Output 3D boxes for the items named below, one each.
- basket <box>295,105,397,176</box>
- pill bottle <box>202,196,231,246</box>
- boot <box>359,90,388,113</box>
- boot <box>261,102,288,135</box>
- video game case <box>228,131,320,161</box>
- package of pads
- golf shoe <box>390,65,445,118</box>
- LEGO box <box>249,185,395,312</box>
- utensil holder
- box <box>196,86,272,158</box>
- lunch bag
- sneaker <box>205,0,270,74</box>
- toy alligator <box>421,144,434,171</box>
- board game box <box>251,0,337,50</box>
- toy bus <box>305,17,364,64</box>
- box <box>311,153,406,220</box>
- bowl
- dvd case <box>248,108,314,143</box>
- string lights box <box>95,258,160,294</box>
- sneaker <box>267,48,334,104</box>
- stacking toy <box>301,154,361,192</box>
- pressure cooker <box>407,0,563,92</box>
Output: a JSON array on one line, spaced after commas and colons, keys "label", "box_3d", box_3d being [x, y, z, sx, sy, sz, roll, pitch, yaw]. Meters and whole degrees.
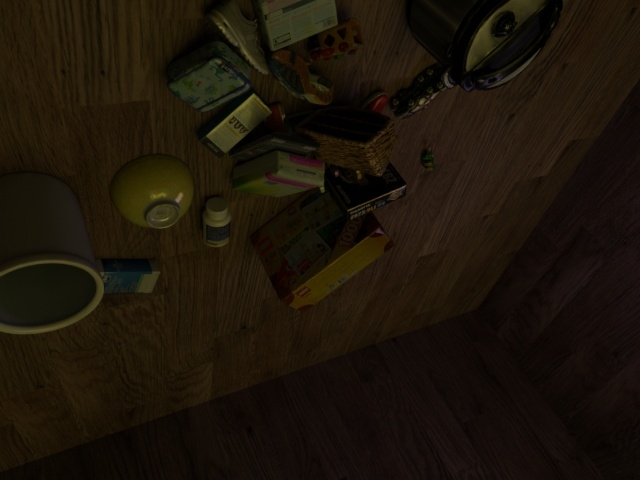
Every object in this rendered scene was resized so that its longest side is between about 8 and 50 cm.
[{"label": "basket", "box_3d": [0.104, -0.389, 1.805, 0.213, 0.299, 0.223, -65, 152, -12]}, {"label": "pill bottle", "box_3d": [-0.406, -0.073, 2.003, 0.112, 0.112, 0.187, -14, 143, -24]}, {"label": "boot", "box_3d": [0.198, -0.430, 1.949, 0.088, 0.176, 0.244, 16, 124, -45]}, {"label": "boot", "box_3d": [-0.160, -0.393, 1.787, 0.084, 0.059, 0.158, -15, 105, -14]}, {"label": "video game case", "box_3d": [-0.162, -0.312, 1.778, 0.196, 0.026, 0.274, 5, 171, -41]}, {"label": "package of pads", "box_3d": [-0.151, -0.238, 1.879, 0.229, 0.101, 0.296, 6, 170, -42]}, {"label": "golf shoe", "box_3d": [0.401, -0.576, 2.007, 0.273, 0.105, 0.120, -33, 162, 14]}, {"label": "LEGO box", "box_3d": [0.000, 0.000, 2.176, 0.500, 0.372, 0.193, -38, 145, 9]}, {"label": "utensil holder", "box_3d": [-0.860, 0.028, 1.542, 0.327, 0.385, 0.328, -21, 146, -15]}, {"label": "box", "box_3d": [-0.288, -0.393, 1.714, 0.244, 0.060, 0.100, -38, 135, 11]}, {"label": "lunch bag", "box_3d": [-0.322, -0.474, 1.509, 0.219, 0.090, 0.176, -17, 153, 25]}, {"label": "sneaker", "box_3d": [-0.209, -0.590, 1.497, 0.115, 0.105, 0.281, -52, 153, 0]}, {"label": "toy alligator", "box_3d": [0.488, -0.376, 2.358, 0.051, 0.056, 0.190, 4, 154, 22]}, {"label": "board game box", "box_3d": [-0.085, -0.718, 1.434, 0.224, 0.097, 0.303, -26, 147, -9]}, {"label": "toy bus", "box_3d": [0.034, -0.632, 1.620, 0.202, 0.191, 0.104, -18, 104, -17]}, {"label": "box", "box_3d": [0.146, -0.255, 2.004, 0.257, 0.322, 0.079, -23, 147, -11]}, {"label": "bowl", "box_3d": [-0.560, -0.135, 1.768, 0.289, 0.156, 0.289, -20, 144, -15]}, {"label": "dvd case", "box_3d": [-0.142, -0.381, 1.891, 0.253, 0.022, 0.180, -18, 145, -18]}, {"label": "string lights box", "box_3d": [-0.784, 0.143, 2.025, 0.259, 0.077, 0.133, 3, 134, -39]}, {"label": "sneaker", "box_3d": [-0.087, -0.514, 1.657, 0.296, 0.131, 0.112, 21, 86, -52]}, {"label": "stacking toy", "box_3d": [0.037, -0.290, 1.967, 0.167, 0.221, 0.052, -22, 145, -10]}, {"label": "pressure cooker", "box_3d": [0.521, -0.691, 1.641, 0.375, 0.420, 0.370, -14, 142, -24]}]
